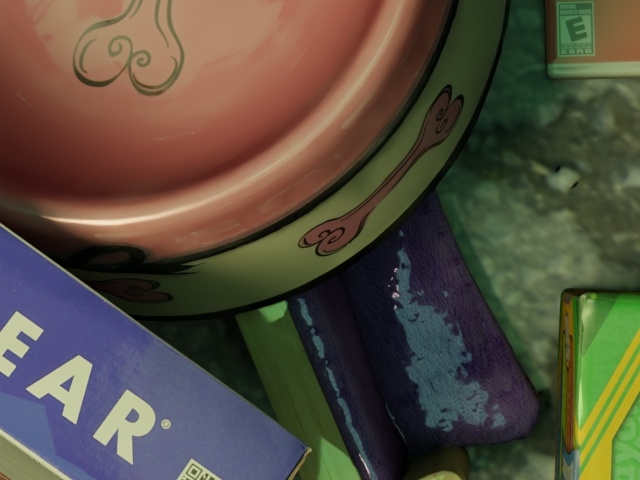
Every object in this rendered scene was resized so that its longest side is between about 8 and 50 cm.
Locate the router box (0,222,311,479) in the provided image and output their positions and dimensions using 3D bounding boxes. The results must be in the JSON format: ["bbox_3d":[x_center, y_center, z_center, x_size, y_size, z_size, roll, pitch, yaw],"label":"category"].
[{"bbox_3d":[-0.189,0.064,0.856,0.335,0.301,0.082,36,73,-2],"label":"router box"}]

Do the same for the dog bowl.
[{"bbox_3d":[-0.099,-0.163,0.846,0.407,0.150,0.408,-1,85,8],"label":"dog bowl"}]

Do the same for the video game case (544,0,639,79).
[{"bbox_3d":[0.249,-0.251,1.024,0.204,0.025,0.285,-1,89,5],"label":"video game case"}]

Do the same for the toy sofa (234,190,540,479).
[{"bbox_3d":[0.000,0.000,0.980,0.177,0.150,0.363,-23,87,6],"label":"toy sofa"}]

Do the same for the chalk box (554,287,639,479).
[{"bbox_3d":[0.235,0.175,0.941,0.180,0.179,0.289,1,89,6],"label":"chalk box"}]
